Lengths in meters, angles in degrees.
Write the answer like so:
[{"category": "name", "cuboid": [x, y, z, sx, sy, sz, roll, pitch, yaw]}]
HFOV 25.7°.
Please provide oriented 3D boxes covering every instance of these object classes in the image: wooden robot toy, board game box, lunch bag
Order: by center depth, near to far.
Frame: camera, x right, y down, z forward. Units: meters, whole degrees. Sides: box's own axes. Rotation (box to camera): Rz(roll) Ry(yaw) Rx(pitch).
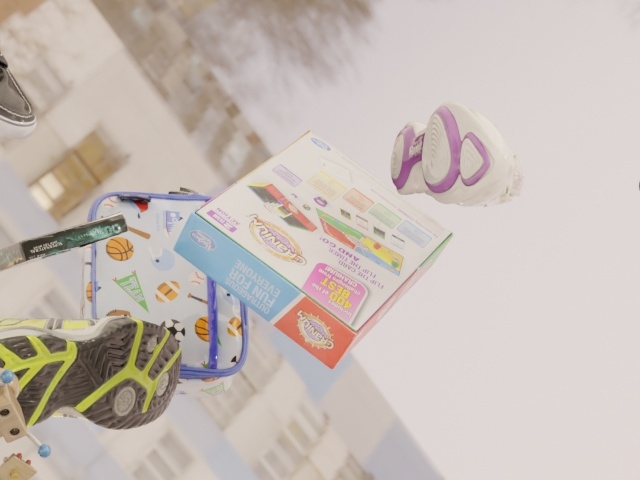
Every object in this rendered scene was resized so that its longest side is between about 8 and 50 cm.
[{"category": "wooden robot toy", "cuboid": [-0.298, 0.138, 1.250, 0.076, 0.173, 0.079, -19, -146, -4]}, {"category": "board game box", "cuboid": [-0.310, 0.007, 1.590, 0.126, 0.026, 0.186, -18, -178, -31]}, {"category": "board game box", "cuboid": [0.000, 0.000, 1.736, 0.316, 0.242, 0.064, -40, 163, -55]}, {"category": "lunch bag", "cuboid": [-0.212, 0.066, 1.962, 0.115, 0.243, 0.303, 117, -26, -58]}]

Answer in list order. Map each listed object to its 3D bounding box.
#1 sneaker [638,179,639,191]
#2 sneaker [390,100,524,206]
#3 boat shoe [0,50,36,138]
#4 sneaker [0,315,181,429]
[{"category": "sneaker", "cuboid": [0.463, -0.019, 1.794, 0.132, 0.086, 0.228, -30, -142, -22]}, {"category": "sneaker", "cuboid": [0.182, -0.095, 1.617, 0.305, 0.152, 0.114, -155, -107, -78]}, {"category": "boat shoe", "cuboid": [-0.393, -0.211, 1.561, 0.076, 0.228, 0.080, -52, 165, 30]}, {"category": "sneaker", "cuboid": [-0.318, 0.144, 1.689, 0.147, 0.384, 0.145, 16, -88, 36]}]
